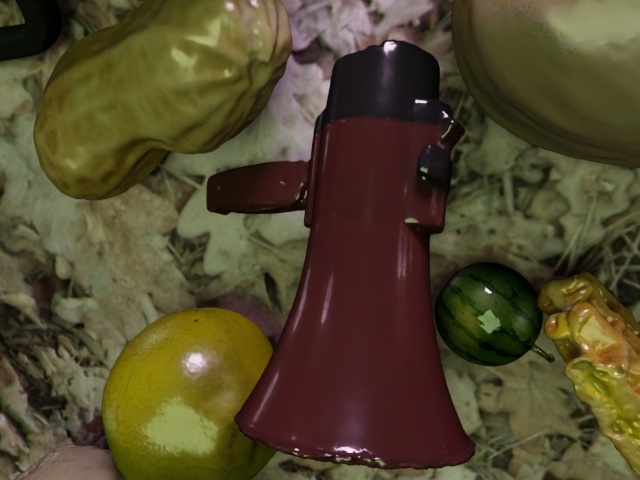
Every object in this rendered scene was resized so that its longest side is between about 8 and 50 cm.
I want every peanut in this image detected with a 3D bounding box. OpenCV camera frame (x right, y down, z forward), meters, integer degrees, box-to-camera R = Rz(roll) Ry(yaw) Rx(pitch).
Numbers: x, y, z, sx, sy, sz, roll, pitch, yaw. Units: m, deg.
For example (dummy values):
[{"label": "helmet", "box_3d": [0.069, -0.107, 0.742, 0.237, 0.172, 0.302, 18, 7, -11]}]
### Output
[{"label": "peanut", "box_3d": [-0.161, -0.139, 0.508, 0.306, 0.147, 0.146, -18, 100, 22]}]

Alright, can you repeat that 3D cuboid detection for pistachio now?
[{"label": "pistachio", "box_3d": [0.236, -0.135, 0.395, 0.288, 0.166, 0.197, 24, 133, 3]}]

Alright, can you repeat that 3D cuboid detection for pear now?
[{"label": "pear", "box_3d": [-0.132, 0.167, 0.559, 0.198, 0.198, 0.198, 4, 106, 13]}]

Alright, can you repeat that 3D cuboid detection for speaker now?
[{"label": "speaker", "box_3d": [0.018, 0.013, 0.497, 0.198, 0.259, 0.329, 9, 76, -28]}]

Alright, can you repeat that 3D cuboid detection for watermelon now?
[{"label": "watermelon", "box_3d": [0.163, 0.073, 0.505, 0.109, 0.109, 0.108, 4, 106, 13]}]

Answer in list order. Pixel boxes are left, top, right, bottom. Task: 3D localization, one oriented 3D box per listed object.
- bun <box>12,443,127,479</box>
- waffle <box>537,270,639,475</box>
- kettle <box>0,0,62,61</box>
[{"label": "bun", "box_3d": [-0.242, 0.398, 0.598, 0.362, 0.234, 0.326, 23, 128, 11]}, {"label": "waffle", "box_3d": [0.266, 0.114, 0.458, 0.055, 0.160, 0.211, -40, 89, 30]}, {"label": "kettle", "box_3d": [-0.382, -0.327, 0.508, 0.308, 0.262, 0.203, -5, 69, 19]}]
